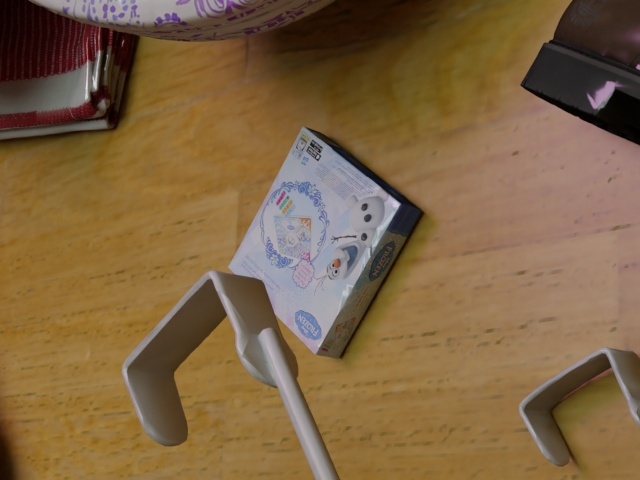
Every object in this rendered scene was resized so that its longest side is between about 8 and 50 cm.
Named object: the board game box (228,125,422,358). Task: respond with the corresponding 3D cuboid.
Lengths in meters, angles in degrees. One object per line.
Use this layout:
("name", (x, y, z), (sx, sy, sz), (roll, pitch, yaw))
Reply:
("board game box", (0.000, 0.000, 0.717), (0.090, 0.020, 0.090), (42, 108, 43))

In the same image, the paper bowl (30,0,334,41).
("paper bowl", (-0.065, -0.245, 0.712), (0.284, 0.148, 0.284), (1, 95, 14))

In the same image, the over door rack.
("over door rack", (0.113, 0.120, 0.408), (0.108, 0.239, 0.324), (-56, 47, 21))

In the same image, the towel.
("towel", (-0.209, -0.233, 0.966), (0.237, 0.037, 0.329), (-2, 78, 39))

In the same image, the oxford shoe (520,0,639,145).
("oxford shoe", (0.177, -0.066, 0.515), (0.227, 0.083, 0.096), (31, 97, 44))
